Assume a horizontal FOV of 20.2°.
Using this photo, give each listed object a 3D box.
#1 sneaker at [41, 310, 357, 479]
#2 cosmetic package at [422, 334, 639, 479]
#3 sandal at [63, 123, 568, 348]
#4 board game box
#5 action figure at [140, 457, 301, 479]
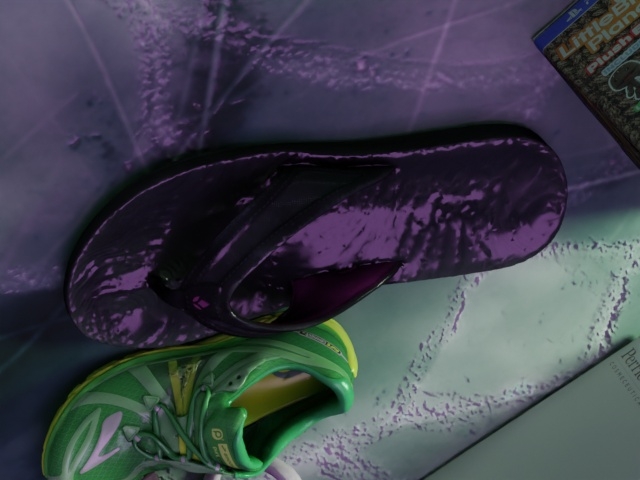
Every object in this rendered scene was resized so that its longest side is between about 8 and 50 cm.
[{"bbox_3d":[-0.107,0.151,1.561,0.295,0.123,0.109,-23,120,-1],"label":"sneaker"},{"bbox_3d":[0.211,0.288,1.665,0.385,0.217,0.156,-37,120,4],"label":"cosmetic package"},{"bbox_3d":[0.001,-0.002,1.519,0.445,0.107,0.168,-14,119,-7],"label":"sandal"},{"bbox_3d":[0.336,-0.084,1.457,0.141,0.291,0.232,-41,120,7],"label":"board game box"},{"bbox_3d":[-0.139,0.386,1.671,0.275,0.248,0.370,-34,123,-27],"label":"action figure"}]
